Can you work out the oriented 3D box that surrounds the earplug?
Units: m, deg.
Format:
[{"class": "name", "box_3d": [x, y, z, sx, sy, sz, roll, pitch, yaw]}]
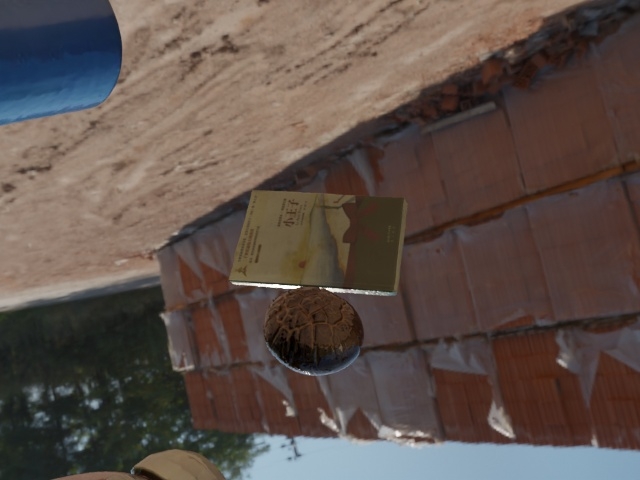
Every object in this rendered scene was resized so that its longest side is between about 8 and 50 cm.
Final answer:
[{"class": "earplug", "box_3d": [-0.289, -0.135, 0.472, 0.132, 0.132, 0.273, -14, -165, 31]}]

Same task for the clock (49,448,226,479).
[{"class": "clock", "box_3d": [-0.254, 0.408, 0.697, 0.184, 0.342, 0.326, 18, 179, 39]}]

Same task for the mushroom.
[{"class": "mushroom", "box_3d": [-0.008, 0.104, 0.761, 0.126, 0.085, 0.109, 19, -164, 18]}]

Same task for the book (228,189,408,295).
[{"class": "book", "box_3d": [0.000, 0.000, 1.113, 0.289, 0.201, 0.026, 3, 147, 12]}]
